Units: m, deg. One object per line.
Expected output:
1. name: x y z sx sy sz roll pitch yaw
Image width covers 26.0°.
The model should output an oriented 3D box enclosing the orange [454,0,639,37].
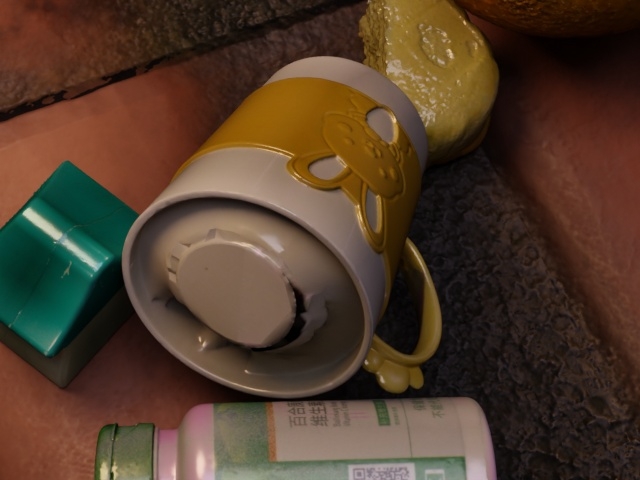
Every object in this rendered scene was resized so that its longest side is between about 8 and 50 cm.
1. orange: 0.198 -0.287 1.085 0.274 0.274 0.274 2 67 -4

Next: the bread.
1. bread: 0.087 -0.127 1.145 0.125 0.086 0.156 11 67 -5

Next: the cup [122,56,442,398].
1. cup: 0.000 0.000 1.022 0.241 0.185 0.226 42 42 -14

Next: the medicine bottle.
1. medicine bottle: -0.021 0.179 0.978 0.274 0.133 0.133 -2 67 -6

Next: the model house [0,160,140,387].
1. model house: -0.193 0.019 1.025 0.100 0.149 0.127 37 68 8
